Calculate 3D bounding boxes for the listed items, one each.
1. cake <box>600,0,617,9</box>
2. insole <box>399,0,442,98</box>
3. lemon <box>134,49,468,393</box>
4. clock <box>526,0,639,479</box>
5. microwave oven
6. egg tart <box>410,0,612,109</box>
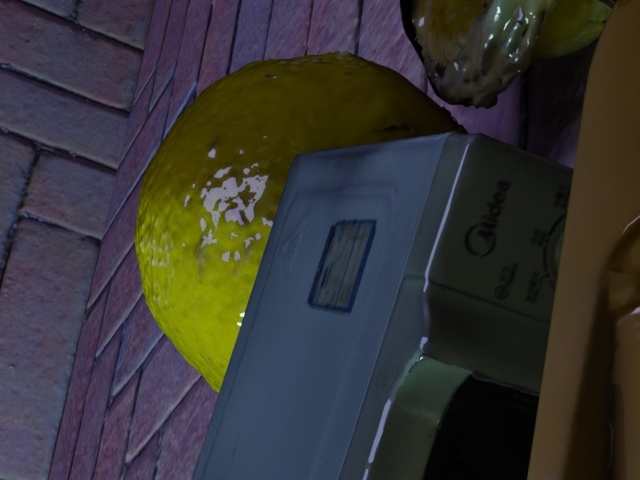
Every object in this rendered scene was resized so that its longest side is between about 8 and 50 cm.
[{"bbox_3d":[0.159,-0.209,0.671,0.222,0.286,0.227,-123,54,-69],"label":"cake"},{"bbox_3d":[0.083,-0.154,1.147,0.188,0.004,0.064,42,-133,-68],"label":"insole"},{"bbox_3d":[0.000,0.000,1.007,0.310,0.253,0.253,29,100,62],"label":"lemon"},{"bbox_3d":[0.193,0.002,0.445,0.244,0.200,0.317,-14,49,30],"label":"clock"},{"bbox_3d":[0.065,0.151,0.699,0.286,0.218,0.355,-179,107,-74],"label":"microwave oven"},{"bbox_3d":[0.145,-0.219,0.999,0.288,0.118,0.288,-166,90,-77],"label":"egg tart"}]
